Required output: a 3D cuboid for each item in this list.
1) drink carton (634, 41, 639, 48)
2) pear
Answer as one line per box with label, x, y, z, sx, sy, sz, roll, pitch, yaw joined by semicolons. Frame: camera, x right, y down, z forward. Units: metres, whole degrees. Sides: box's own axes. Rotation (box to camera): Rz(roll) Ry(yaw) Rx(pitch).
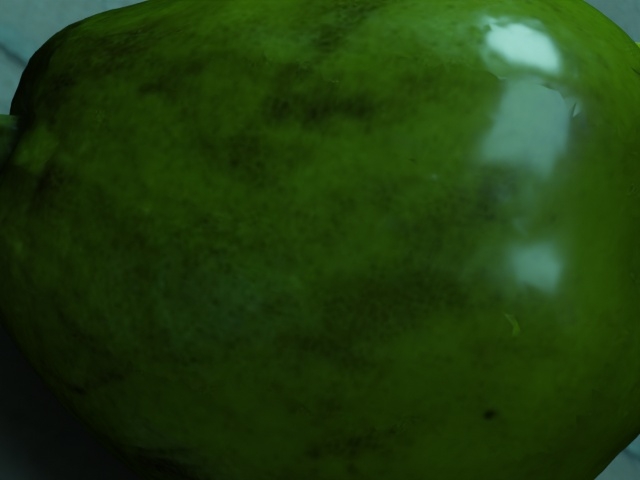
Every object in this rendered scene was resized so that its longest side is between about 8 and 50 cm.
drink carton;0.305;-0.040;1.056;0.351;0.111;0.154;2;66;-37
pear;0.000;0.000;0.688;0.375;0.287;0.287;14;58;-13
